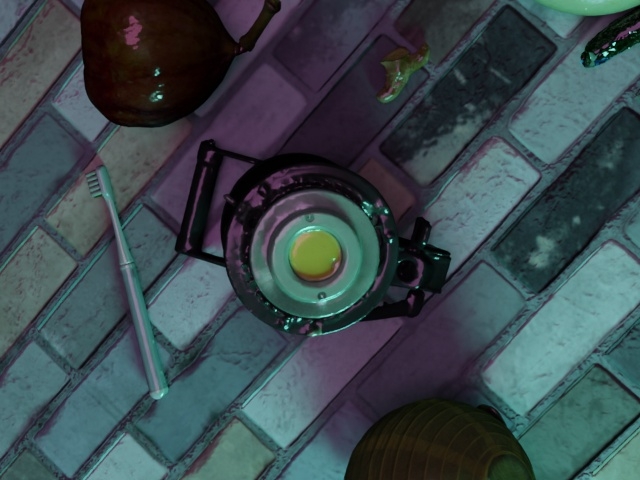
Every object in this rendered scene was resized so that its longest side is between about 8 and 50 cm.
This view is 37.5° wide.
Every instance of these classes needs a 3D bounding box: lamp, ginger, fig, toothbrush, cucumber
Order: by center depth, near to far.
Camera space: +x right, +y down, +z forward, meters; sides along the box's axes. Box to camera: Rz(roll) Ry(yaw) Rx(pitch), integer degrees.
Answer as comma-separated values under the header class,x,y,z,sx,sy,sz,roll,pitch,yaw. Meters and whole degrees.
class,x,y,z,sx,sy,sz,roll,pitch,yaw
lamp,-0.031,-0.005,1.160,0.374,0.272,0.205,16,95,10
cucumber,0.436,-0.290,1.161,0.257,0.043,0.044,-29,64,14
lamp,0.129,0.326,1.177,0.284,0.250,0.250,-19,90,44
fig,-0.184,-0.248,1.231,0.250,0.186,0.203,1,104,-7
ginger,0.101,-0.227,1.240,0.048,0.030,0.097,42,99,4
toothbrush,-0.273,0.060,1.339,0.030,0.025,0.342,-17,90,16

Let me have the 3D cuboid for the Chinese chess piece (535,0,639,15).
class,x,y,z,sx,sy,sz,roll,pitch,yaw
Chinese chess piece,0.336,-0.411,1.144,0.273,0.102,0.273,1,96,11
